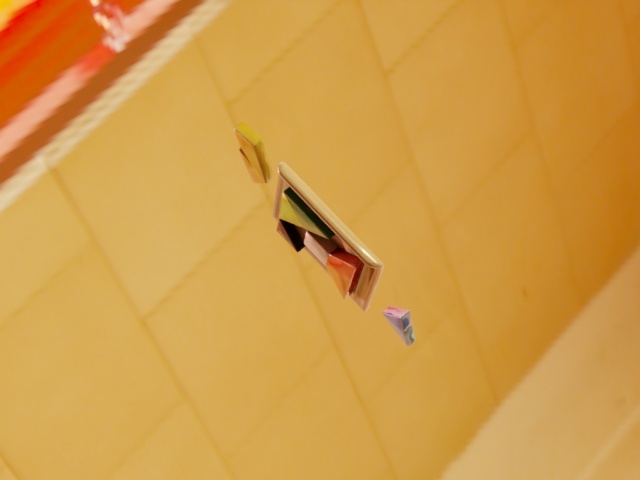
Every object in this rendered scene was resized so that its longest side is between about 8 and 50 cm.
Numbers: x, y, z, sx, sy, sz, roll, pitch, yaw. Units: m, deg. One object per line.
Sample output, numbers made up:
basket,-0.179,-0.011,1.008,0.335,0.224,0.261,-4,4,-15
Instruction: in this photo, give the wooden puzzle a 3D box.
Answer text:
wooden puzzle,0.000,0.000,0.767,0.014,0.078,0.116,-41,-109,-14
